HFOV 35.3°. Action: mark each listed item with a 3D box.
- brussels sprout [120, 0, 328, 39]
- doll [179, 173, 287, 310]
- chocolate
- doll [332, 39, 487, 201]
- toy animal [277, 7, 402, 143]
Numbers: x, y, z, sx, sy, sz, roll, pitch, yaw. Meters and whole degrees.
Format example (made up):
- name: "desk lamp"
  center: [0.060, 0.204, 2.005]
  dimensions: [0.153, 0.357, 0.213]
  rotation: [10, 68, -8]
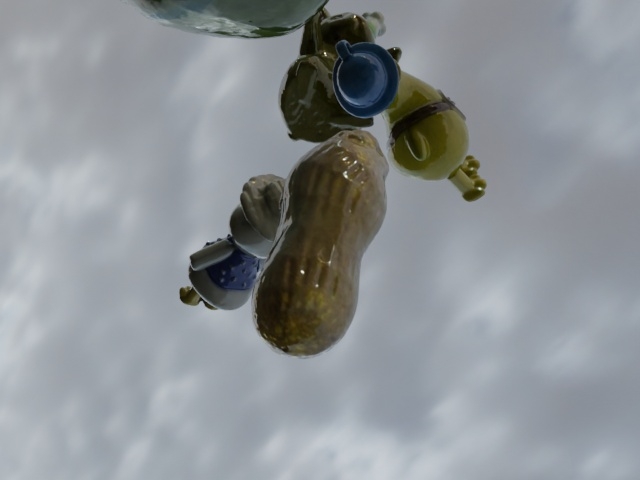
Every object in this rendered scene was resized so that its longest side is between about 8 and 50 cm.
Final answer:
- name: "brussels sprout"
  center: [-0.082, -0.282, 0.770]
  dimensions: [0.219, 0.210, 0.271]
  rotation: [125, -49, -62]
- name: "doll"
  center: [-0.103, 0.008, 1.408]
  dimensions: [0.293, 0.138, 0.119]
  rotation: [-46, -131, 41]
- name: "chocolate"
  center: [0.000, 0.000, 1.202]
  dimensions: [0.134, 0.134, 0.309]
  rotation: [-9, -129, 42]
- name: "doll"
  center: [0.140, -0.200, 1.630]
  dimensions: [0.145, 0.363, 0.199]
  rotation: [-35, -144, 20]
- name: "toy animal"
  center: [0.035, -0.343, 1.829]
  dimensions: [0.180, 0.181, 0.363]
  rotation: [-42, -155, 55]
